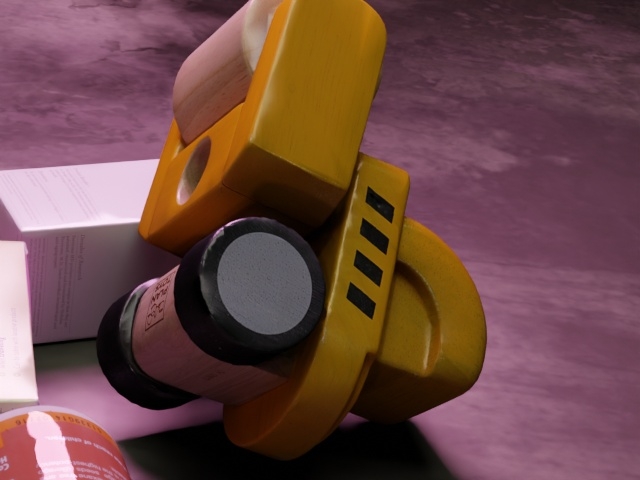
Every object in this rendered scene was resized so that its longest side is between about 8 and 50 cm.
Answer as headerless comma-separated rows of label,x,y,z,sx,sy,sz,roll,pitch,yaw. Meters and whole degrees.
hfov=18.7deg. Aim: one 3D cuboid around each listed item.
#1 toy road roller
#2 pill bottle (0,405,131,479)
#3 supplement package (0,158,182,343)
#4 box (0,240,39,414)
toy road roller,0.000,0.000,1.422,0.240,0.202,0.330,22,64,-21
pill bottle,-0.153,0.202,1.154,0.121,0.121,0.216,-1,29,-19
supplement package,-0.170,0.006,1.540,0.179,0.105,0.105,-5,30,-25
box,-0.318,0.095,1.314,0.243,0.117,0.213,3,28,-13
